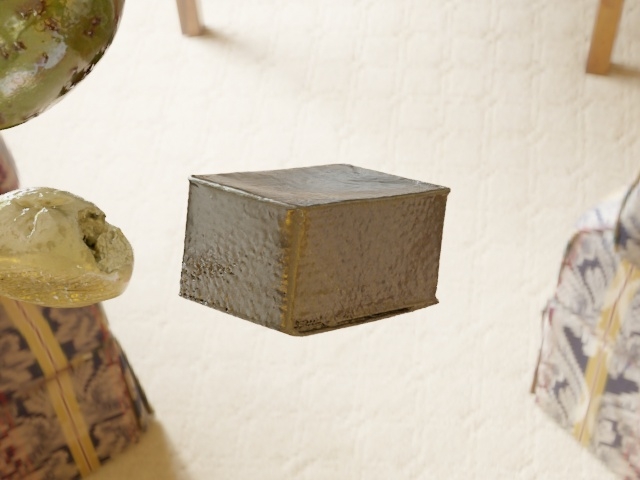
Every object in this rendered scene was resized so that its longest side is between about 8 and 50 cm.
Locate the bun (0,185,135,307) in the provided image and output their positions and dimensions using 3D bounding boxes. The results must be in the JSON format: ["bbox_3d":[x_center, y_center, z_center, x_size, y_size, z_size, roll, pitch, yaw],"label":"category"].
[{"bbox_3d":[-0.311,0.002,1.458,0.193,0.178,0.128,-3,69,27],"label":"bun"}]

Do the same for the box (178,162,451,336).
[{"bbox_3d":[0.000,0.002,1.384,0.184,0.143,0.273,17,16,39],"label":"box"}]

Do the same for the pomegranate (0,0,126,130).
[{"bbox_3d":[-0.247,-0.177,0.829,0.202,0.248,0.202,-8,71,24],"label":"pomegranate"}]
